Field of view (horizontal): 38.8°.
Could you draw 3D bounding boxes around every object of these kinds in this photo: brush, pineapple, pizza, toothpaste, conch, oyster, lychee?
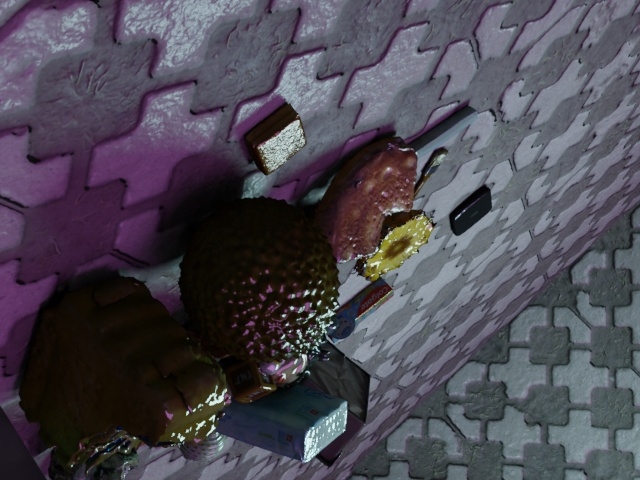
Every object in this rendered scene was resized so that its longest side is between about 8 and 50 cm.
[{"bbox_3d":[0.220,-0.130,1.945,0.043,0.014,0.170,-20,150,-46],"label":"brush"},{"bbox_3d":[0.151,-0.002,1.975,0.225,0.076,0.225,-32,154,-18],"label":"pineapple"},{"bbox_3d":[0.073,-0.069,1.660,0.305,0.086,0.161,-53,126,-21],"label":"pizza"},{"bbox_3d":[0.097,0.176,2.215,0.193,0.070,0.044,-38,155,-12],"label":"toothpaste"},{"bbox_3d":[-0.265,0.431,2.039,0.153,0.102,0.135,-18,-165,48],"label":"conch"},{"bbox_3d":[-0.405,0.390,1.597,0.199,0.252,0.087,-33,115,2],"label":"oyster"},{"bbox_3d":[-0.095,0.060,1.443,0.270,0.270,0.320,-36,-160,-14],"label":"lychee"}]

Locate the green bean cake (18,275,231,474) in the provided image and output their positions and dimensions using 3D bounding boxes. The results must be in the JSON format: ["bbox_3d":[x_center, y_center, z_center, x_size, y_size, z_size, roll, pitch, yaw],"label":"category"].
[{"bbox_3d":[-0.291,0.233,1.406,0.202,0.285,0.310,-22,152,-50],"label":"green bean cake"}]

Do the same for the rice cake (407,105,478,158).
[{"bbox_3d":[0.240,-0.210,1.807,0.180,0.030,0.042,-34,151,-19],"label":"rice cake"}]

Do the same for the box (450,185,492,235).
[{"bbox_3d":[0.379,-0.075,2.290,0.126,0.027,0.125,-39,155,-5],"label":"box"}]

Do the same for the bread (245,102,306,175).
[{"bbox_3d":[-0.067,-0.153,1.399,0.090,0.035,0.094,-38,157,-9],"label":"bread"}]

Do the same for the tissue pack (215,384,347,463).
[{"bbox_3d":[-0.100,0.352,1.864,0.177,0.263,0.089,-23,123,-57],"label":"tissue pack"}]

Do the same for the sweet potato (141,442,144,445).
[{"bbox_3d":[-0.349,0.386,1.873,0.281,0.059,0.067,-31,167,-26],"label":"sweet potato"}]

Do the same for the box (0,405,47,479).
[{"bbox_3d":[-0.490,0.353,1.362,0.086,0.225,0.129,-22,149,-40],"label":"box"}]

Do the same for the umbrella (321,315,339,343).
[{"bbox_3d":[-0.085,0.277,2.065,0.349,0.094,0.143,-49,-179,28],"label":"umbrella"}]

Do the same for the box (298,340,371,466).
[{"bbox_3d":[0.007,0.371,2.147,0.153,0.188,0.252,-51,-175,19],"label":"box"}]

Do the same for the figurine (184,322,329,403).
[{"bbox_3d":[-0.121,0.213,1.758,0.261,0.186,0.382,-23,166,19],"label":"figurine"}]

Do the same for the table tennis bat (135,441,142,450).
[{"bbox_3d":[-0.394,0.365,1.762,0.274,0.021,0.154,-51,135,4],"label":"table tennis bat"}]
